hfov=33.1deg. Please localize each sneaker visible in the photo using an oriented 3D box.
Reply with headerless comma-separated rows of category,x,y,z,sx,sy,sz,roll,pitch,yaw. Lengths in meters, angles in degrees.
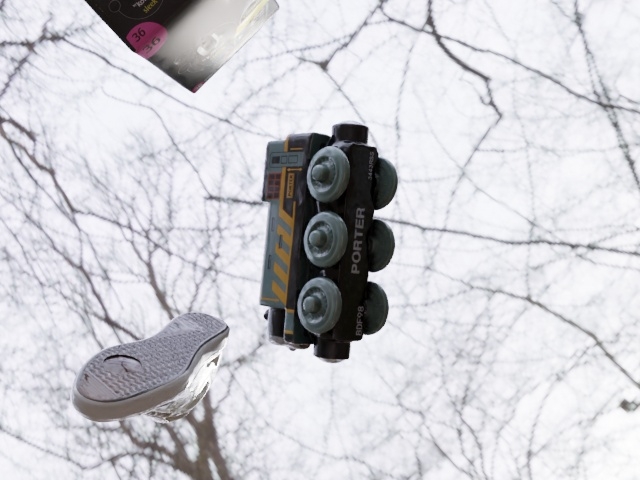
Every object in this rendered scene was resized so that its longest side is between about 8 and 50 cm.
sneaker,-0.196,0.182,1.285,0.290,0.106,0.123,-23,-49,-64

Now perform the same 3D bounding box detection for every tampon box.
tampon box,-0.125,-0.219,0.942,0.120,0.101,0.161,-44,-10,5

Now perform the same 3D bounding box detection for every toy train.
toy train,0.000,0.000,1.506,0.142,0.190,0.334,5,-92,-44
